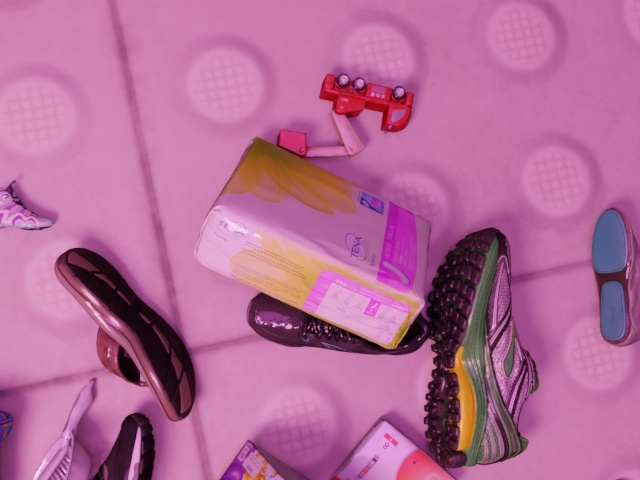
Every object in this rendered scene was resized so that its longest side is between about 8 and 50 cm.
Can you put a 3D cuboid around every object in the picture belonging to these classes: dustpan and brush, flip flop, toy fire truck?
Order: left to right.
[{"bbox_3d":[-0.341,0.287,0.980,0.060,0.147,0.211,42,52,-20],"label":"dustpan and brush"},{"bbox_3d":[-0.271,0.133,1.007,0.080,0.112,0.277,-40,93,16],"label":"flip flop"},{"bbox_3d":[0.038,-0.176,1.104,0.192,0.047,0.135,11,83,-8],"label":"toy fire truck"}]

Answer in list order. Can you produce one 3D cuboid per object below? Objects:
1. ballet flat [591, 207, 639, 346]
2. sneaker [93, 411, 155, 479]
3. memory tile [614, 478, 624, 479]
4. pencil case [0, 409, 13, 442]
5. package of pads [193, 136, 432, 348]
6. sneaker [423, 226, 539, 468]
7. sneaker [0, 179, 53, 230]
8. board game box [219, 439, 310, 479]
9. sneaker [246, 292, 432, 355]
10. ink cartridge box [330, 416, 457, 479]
[{"bbox_3d":[0.464,0.057,1.141,0.068,0.072,0.213,4,84,-35],"label":"ballet flat"},{"bbox_3d":[-0.301,0.366,0.973,0.124,0.107,0.283,10,83,-2],"label":"sneaker"},{"bbox_3d":[0.410,0.427,1.113,0.148,0.012,0.113,-9,85,-8],"label":"memory tile"},{"bbox_3d":[-0.466,0.361,0.937,0.133,0.119,0.306,1,83,21],"label":"pencil case"},{"bbox_3d":[0.000,0.000,0.991,0.297,0.229,0.101,25,122,-4],"label":"package of pads"},{"bbox_3d":[0.239,0.152,1.072,0.146,0.134,0.343,4,90,-17],"label":"sneaker"},{"bbox_3d":[-0.423,-0.050,1.029,0.098,0.038,0.069,3,84,-8],"label":"sneaker"},{"bbox_3d":[-0.104,0.429,0.954,0.142,0.144,0.275,40,80,-23],"label":"board game box"},{"bbox_3d":[0.030,0.109,1.045,0.268,0.106,0.101,5,86,-6],"label":"sneaker"},{"bbox_3d":[0.087,0.368,1.057,0.145,0.045,0.179,41,78,-2],"label":"ink cartridge box"}]
